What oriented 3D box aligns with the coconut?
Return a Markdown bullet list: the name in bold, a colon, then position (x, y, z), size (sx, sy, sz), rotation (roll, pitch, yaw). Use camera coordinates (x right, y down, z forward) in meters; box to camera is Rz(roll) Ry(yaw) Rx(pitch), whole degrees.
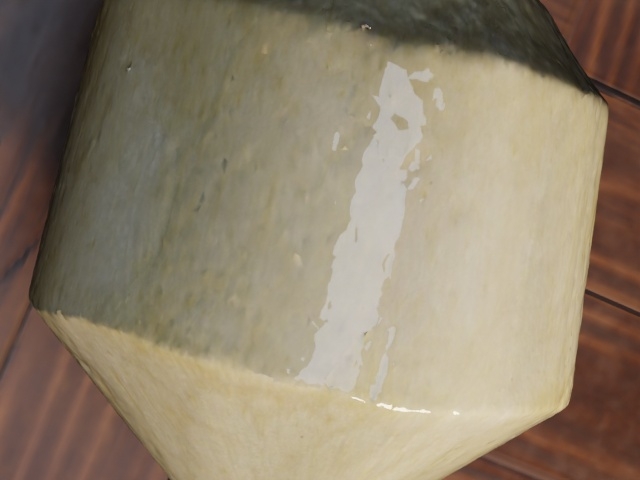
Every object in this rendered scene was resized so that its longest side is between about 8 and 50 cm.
- **coconut**: position (0.000, 0.000, 0.644), size (0.202, 0.202, 0.222), rotation (12, 90, -14)
